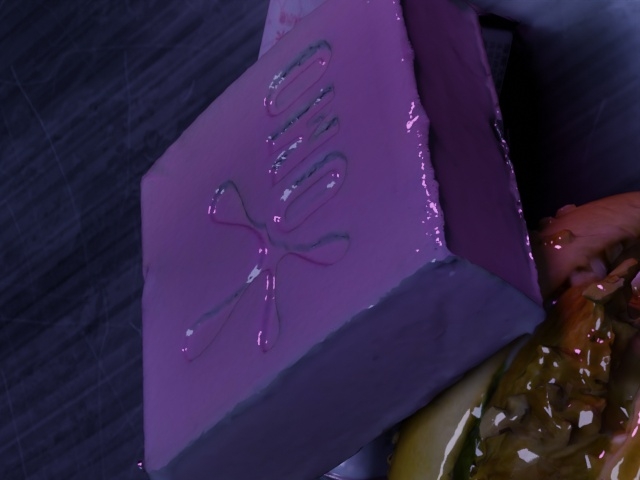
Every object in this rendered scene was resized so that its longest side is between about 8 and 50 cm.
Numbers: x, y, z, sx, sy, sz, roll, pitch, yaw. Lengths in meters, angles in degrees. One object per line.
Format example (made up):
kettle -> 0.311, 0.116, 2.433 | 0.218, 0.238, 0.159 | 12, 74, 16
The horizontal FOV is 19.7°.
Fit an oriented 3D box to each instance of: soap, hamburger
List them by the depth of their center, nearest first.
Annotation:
hamburger -> 0.167, 0.173, 1.202 | 0.268, 0.287, 0.446 | 20, 99, 36
soap -> 0.000, 0.000, 1.231 | 0.285, 0.107, 0.296 | -41, 36, 29

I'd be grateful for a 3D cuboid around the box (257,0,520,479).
box -> 0.020, -0.018, 1.416 | 0.190, 0.112, 0.370 | 17, 102, 35
